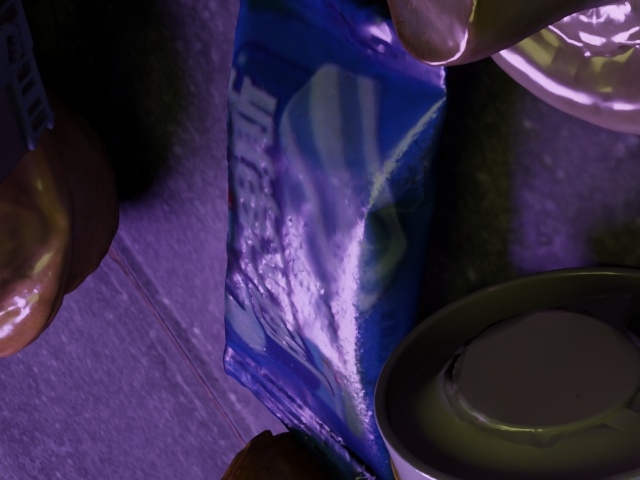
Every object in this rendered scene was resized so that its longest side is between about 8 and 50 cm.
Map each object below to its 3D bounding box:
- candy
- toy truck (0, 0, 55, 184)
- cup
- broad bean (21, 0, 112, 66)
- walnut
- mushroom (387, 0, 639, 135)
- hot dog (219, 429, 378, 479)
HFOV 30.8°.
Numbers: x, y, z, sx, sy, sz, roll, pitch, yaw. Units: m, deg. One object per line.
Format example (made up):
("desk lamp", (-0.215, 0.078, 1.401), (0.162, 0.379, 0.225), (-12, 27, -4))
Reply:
("candy", (0.000, 0.000, 0.715), (0.187, 0.077, 0.331), (38, 135, 41))
("toy truck", (-0.246, -0.141, 0.616), (0.162, 0.136, 0.305), (24, 150, 14))
("cup", (0.133, 0.135, 0.641), (0.241, 0.185, 0.226), (-128, 19, -62))
("broad bean", (-0.128, -0.172, 0.695), (0.292, 0.144, 0.049), (-23, 70, 48))
("walnut", (-0.270, -0.033, 0.853), (0.257, 0.224, 0.257), (10, 107, 34))
("mushroom", (0.112, -0.128, 0.439), (0.207, 0.215, 0.207), (31, 135, 37))
("hot dog", (0.008, 0.237, 0.752), (0.114, 0.175, 0.259), (-60, 28, 15))
